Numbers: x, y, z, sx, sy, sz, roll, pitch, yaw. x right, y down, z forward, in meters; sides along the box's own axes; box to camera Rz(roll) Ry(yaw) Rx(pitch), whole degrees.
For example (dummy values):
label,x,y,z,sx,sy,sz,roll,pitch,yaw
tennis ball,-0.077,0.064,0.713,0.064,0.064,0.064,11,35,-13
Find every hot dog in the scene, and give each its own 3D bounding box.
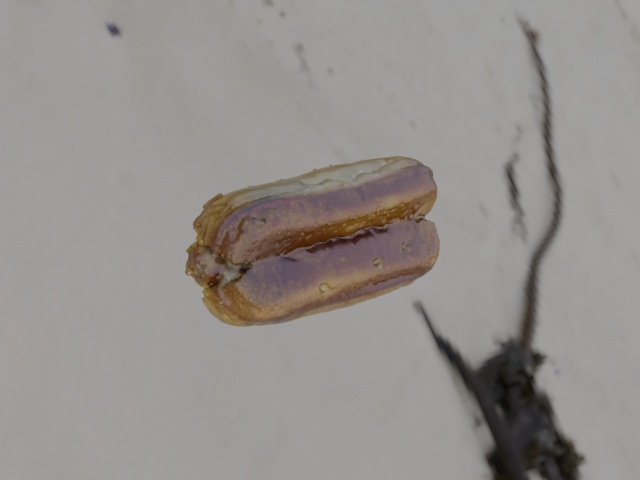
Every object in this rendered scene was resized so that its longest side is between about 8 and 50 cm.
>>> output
label,x,y,z,sx,sy,sz,roll,pitch,yaw
hot dog,0.000,0.000,0.777,0.165,0.045,0.071,-14,108,-46
